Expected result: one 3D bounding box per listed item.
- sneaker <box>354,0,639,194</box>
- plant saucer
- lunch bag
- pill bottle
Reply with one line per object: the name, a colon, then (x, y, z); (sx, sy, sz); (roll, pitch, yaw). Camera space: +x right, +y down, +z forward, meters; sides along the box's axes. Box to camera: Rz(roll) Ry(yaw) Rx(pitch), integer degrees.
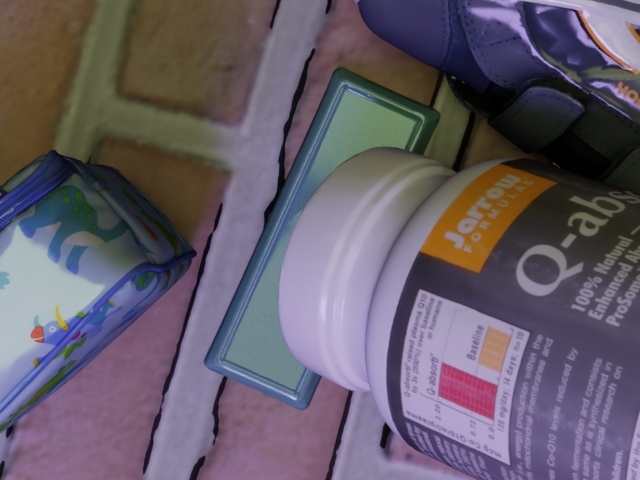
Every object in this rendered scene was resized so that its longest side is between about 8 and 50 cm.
sneaker: (0.166, -0.069, 0.817); (0.321, 0.126, 0.127); (13, 87, 0)
plant saucer: (0.000, 0.000, 0.881); (0.067, 0.018, 0.192); (24, 94, 1)
lunch bag: (-0.158, 0.040, 0.787); (0.176, 0.219, 0.090); (-44, 90, 4)
pill bottle: (0.124, 0.051, 0.754); (0.278, 0.162, 0.162); (21, 94, 36)
